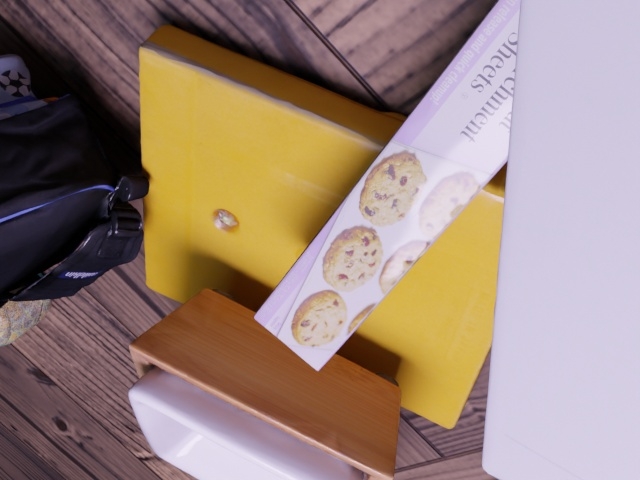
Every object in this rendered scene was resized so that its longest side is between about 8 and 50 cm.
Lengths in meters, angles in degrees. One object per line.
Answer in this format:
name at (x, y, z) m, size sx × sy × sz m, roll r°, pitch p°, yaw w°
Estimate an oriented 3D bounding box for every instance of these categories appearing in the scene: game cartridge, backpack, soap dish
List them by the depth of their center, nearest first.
game cartridge at (0.000, 0.000, 0.732) m, size 0.324 × 0.052 × 0.285 m, roll 23°, pitch 138°, yaw 11°
backpack at (-0.327, -0.024, 0.781) m, size 0.213 × 0.277 × 0.263 m, roll 66°, pitch 150°, yaw 13°
soap dish at (-0.048, 0.169, 0.814) m, size 0.229 × 0.118 × 0.291 m, roll 26°, pitch 156°, yaw 7°

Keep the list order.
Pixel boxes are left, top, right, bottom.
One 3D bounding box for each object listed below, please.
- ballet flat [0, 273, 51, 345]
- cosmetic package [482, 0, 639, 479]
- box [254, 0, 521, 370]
ballet flat at (-0.428, -0.024, 0.953) m, size 0.123 × 0.123 × 0.348 m, roll -12°, pitch 121°, yaw 41°
cosmetic package at (0.213, -0.049, 0.364) m, size 0.230 × 0.161 × 0.453 m, roll 25°, pitch 133°, yaw 36°
box at (0.065, -0.040, 0.570) m, size 0.067 × 0.063 × 0.324 m, roll 39°, pitch 125°, yaw 0°
